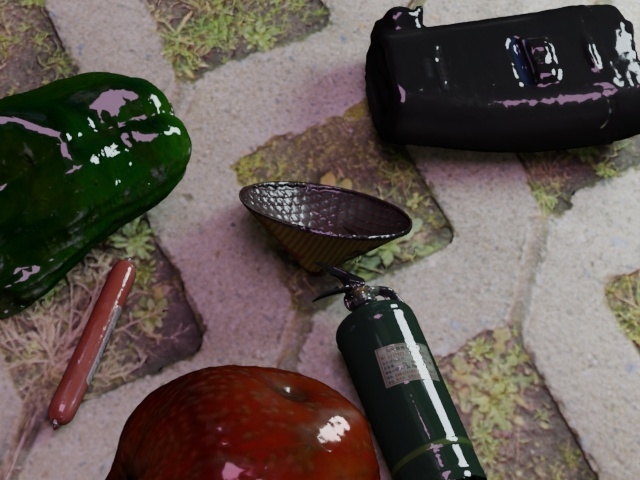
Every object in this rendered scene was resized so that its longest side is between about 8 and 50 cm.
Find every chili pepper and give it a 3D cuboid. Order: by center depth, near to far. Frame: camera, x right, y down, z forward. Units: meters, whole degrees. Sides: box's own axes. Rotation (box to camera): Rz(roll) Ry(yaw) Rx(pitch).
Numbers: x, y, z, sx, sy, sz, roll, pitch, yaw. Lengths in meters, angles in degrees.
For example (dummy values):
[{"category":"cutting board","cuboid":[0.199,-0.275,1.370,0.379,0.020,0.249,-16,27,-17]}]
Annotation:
[{"category":"chili pepper","cuboid":[-0.313,-0.062,1.933,0.385,0.167,0.213,-28,64,-25]}]

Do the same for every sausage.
[{"category":"sausage","cuboid":[-0.235,0.104,1.920,0.029,0.029,0.223,19,55,2]}]

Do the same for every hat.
[{"category":"hat","cuboid":[0.000,0.000,2.015,0.193,0.082,0.193,9,17,-3]}]

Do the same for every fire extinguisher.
[{"category":"fire extinguisher","cuboid":[0.078,0.141,1.926,0.118,0.093,0.294,-4,56,-30]}]

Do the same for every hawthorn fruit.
[{"category":"hawthorn fruit","cuboid":[-0.066,0.245,1.726,0.300,0.275,0.275,-14,60,-32]}]

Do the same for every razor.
[{"category":"razor","cuboid":[0.218,-0.188,2.164,0.327,0.107,0.189,-4,58,-13]}]
